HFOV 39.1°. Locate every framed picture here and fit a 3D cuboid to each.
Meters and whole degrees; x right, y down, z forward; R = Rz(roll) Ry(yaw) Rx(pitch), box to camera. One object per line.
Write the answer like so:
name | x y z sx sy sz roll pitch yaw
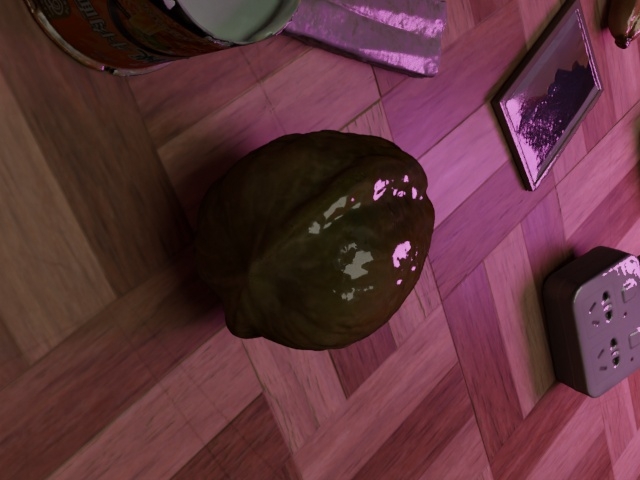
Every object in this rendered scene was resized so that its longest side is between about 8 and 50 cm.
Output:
framed picture | 0.370 -0.233 1.438 0.265 0.018 0.192 -52 131 -25

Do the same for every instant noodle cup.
instant noodle cup | -0.128 -0.263 0.804 0.230 0.182 0.230 -10 105 -44

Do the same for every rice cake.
rice cake | 0.047 -0.267 1.076 0.298 0.050 0.106 4 94 -46

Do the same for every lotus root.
lotus root | 0.527 -0.396 1.530 0.073 0.062 0.150 26 77 -22

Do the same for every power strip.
power strip | 0.508 0.114 1.596 0.261 0.141 0.229 -28 118 -23

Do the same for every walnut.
walnut | 0.000 0.000 0.961 0.283 0.227 0.283 -41 166 -12
